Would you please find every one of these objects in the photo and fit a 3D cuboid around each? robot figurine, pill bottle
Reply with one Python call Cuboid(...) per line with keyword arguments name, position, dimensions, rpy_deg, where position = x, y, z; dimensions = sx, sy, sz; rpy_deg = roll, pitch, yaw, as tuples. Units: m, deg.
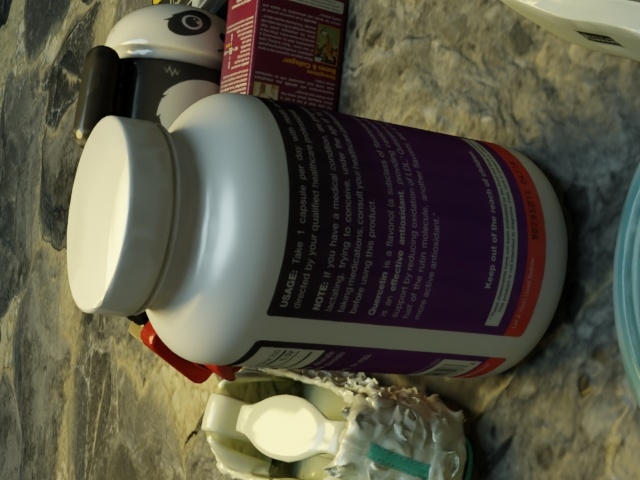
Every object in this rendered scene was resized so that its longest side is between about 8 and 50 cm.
Cuboid(name="robot figurine", position=(-0.166, -0.121, 1.105), dimensions=(0.209, 0.174, 0.278), rpy_deg=(106, 170, -84))
Cuboid(name="pill bottle", position=(0.000, 0.000, 0.696), dimensions=(0.181, 0.323, 0.181), rpy_deg=(-21, 65, 57))

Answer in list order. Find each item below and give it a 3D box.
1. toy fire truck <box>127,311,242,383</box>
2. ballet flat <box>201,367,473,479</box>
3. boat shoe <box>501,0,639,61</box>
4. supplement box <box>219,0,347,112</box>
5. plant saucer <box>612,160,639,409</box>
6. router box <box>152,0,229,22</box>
Cuboid(name="toy fire truck", position=(-0.063, 0.032, 0.907), dimensions=(0.217, 0.158, 0.246), rpy_deg=(-51, 34, -11))
Cuboid(name="ballet flat", position=(-0.027, 0.164, 0.902), dimensions=(0.409, 0.147, 0.146), rpy_deg=(-10, 75, 60))
Cuboid(name="boat shoe", position=(0.189, -0.168, 0.664), dimensions=(0.070, 0.078, 0.219), rpy_deg=(-61, 32, 7))
Cuboid(name="supplement box", position=(-0.042, -0.177, 1.036), dimensions=(0.081, 0.104, 0.188), rpy_deg=(1, 84, 61))
Cuboid(name="plant saucer", position=(0.263, 0.014, 0.516), dimensions=(0.318, 0.044, 0.317), rpy_deg=(-19, 68, 57))
Cuboid(name="router box", position=(-0.120, -0.355, 1.238), dimensions=(0.309, 0.081, 0.242), rpy_deg=(-31, 58, 55))
